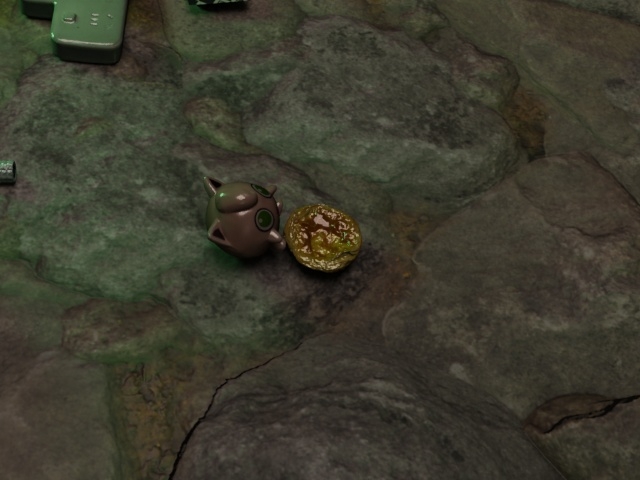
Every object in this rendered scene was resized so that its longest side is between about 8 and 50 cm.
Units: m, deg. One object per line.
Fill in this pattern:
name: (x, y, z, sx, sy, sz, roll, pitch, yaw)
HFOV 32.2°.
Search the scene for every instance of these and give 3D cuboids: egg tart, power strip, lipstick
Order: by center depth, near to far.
lipstick: (-0.538, -0.106, 1.736, 0.116, 0.037, 0.037, -3, 55, -5)
egg tart: (0.000, 0.000, 1.741, 0.130, 0.052, 0.130, 5, 55, -8)
power strip: (-0.437, -0.430, 1.968, 0.193, 0.059, 0.265, 4, 55, -7)

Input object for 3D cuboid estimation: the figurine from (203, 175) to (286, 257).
figurine: (-0.118, -0.035, 1.700, 0.138, 0.125, 0.125, 21, 47, -33)

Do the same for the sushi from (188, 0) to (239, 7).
sushi: (-0.197, -0.472, 2.062, 0.120, 0.026, 0.126, -8, 52, -12)
